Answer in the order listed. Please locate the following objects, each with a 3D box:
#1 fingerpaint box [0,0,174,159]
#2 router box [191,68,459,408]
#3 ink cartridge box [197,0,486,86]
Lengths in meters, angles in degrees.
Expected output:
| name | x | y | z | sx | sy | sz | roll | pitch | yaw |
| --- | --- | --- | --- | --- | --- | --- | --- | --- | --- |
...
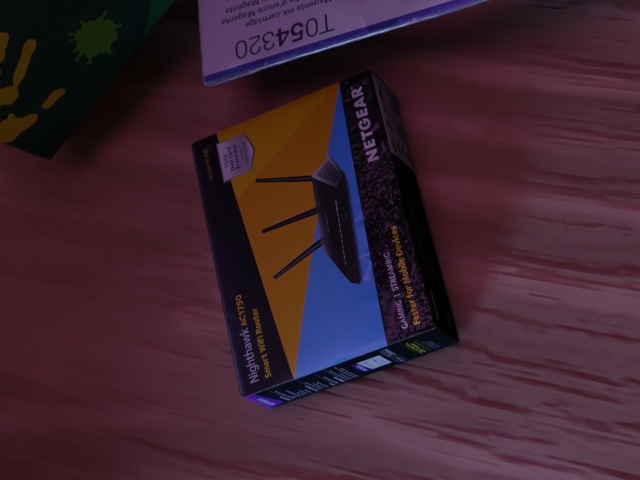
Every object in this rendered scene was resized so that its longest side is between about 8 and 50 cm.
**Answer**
| name | x | y | z | sx | sy | sz | roll | pitch | yaw |
| --- | --- | --- | --- | --- | --- | --- | --- | --- | --- |
| fingerpaint box | -0.230 | -0.345 | 1.102 | 0.371 | 0.163 | 0.445 | -49 | 54 | 15 |
| router box | 0.000 | 0.000 | 0.989 | 0.133 | 0.046 | 0.179 | -22 | 65 | 18 |
| ink cartridge box | 0.063 | -0.280 | 1.042 | 0.324 | 0.071 | 0.330 | -13 | 70 | 23 |
